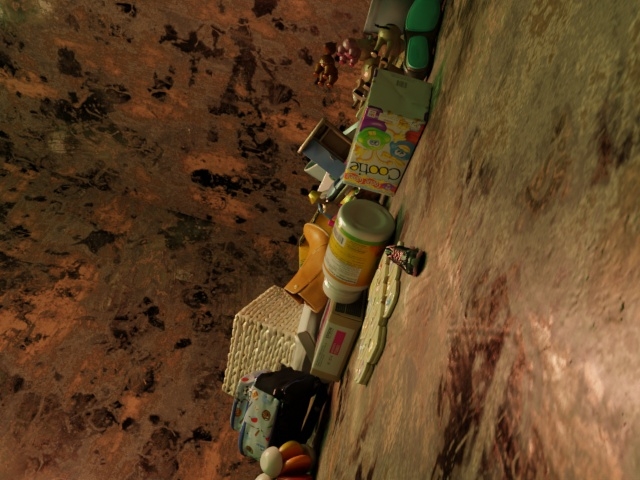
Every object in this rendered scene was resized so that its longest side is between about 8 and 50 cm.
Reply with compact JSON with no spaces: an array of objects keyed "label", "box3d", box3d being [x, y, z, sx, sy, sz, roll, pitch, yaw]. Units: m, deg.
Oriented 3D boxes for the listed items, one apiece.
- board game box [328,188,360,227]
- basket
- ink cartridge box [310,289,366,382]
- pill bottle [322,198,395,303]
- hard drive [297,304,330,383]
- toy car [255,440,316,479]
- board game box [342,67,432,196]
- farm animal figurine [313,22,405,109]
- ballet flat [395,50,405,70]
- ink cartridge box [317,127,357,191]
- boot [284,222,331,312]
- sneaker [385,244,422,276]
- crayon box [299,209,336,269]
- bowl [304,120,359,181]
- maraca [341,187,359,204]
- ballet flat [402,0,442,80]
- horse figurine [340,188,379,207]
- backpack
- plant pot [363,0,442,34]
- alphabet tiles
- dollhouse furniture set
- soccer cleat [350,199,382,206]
[{"label":"board game box","box3d":[0.087,-0.054,2.060,0.390,0.050,0.390,-55,-13,-45]},{"label":"basket","box3d":[-0.133,0.370,2.000,0.331,0.266,0.329,-40,-35,-66]},{"label":"ink cartridge box","box3d":[0.050,0.224,1.581,0.193,0.088,0.235,-74,2,-56]},{"label":"pill bottle","box3d":[0.081,0.035,1.426,0.136,0.136,0.246,-76,2,-50]},{"label":"hard drive","box3d":[0.006,0.253,1.816,0.308,0.040,0.203,-76,-34,-57]},{"label":"toy car","box3d":[-0.078,0.630,1.560,0.136,0.159,0.182,30,108,51]},{"label":"board game box","box3d":[0.160,-0.260,1.470,0.275,0.144,0.142,107,178,-55]},{"label":"farm animal figurine","box3d":[0.162,-0.520,1.753,0.330,0.326,0.172,6,67,50]},{"label":"ballet flat","box3d":[0.285,-0.566,1.877,0.206,0.072,0.067,92,167,-85]},{"label":"ink cartridge box","box3d":[0.089,-0.251,1.995,0.220,0.092,0.160,-64,-7,27]},{"label":"boot","box3d":[-0.031,0.077,1.776,0.211,0.295,0.104,-38,-45,-14]},{"label":"sneaker","box3d":[0.136,0.028,0.996,0.119,0.057,0.047,-116,44,-86]},{"label":"crayon box","box3d":[0.000,0.000,2.134,0.202,0.081,0.319,-61,-10,-21]},{"label":"bowl","box3d":[0.107,-0.302,2.221,0.311,0.163,0.311,-38,12,9]},{"label":"maraca","box3d":[0.143,-0.182,2.298,0.186,0.099,0.127,-52,-7,9]},{"label":"ballet flat","box3d":[0.263,-0.533,1.589,0.096,0.095,0.281,80,-157,-65]},{"label":"horse figurine","box3d":[0.154,-0.178,1.766,0.263,0.066,0.174,-58,12,-29]},{"label":"backpack","box3d":[-0.137,0.503,1.700,0.276,0.213,0.264,9,-89,-62]},{"label":"plant pot","box3d":[0.259,-0.733,1.734,0.293,0.196,0.293,-165,90,-89]},{"label":"alphabet tiles","box3d":[0.115,0.148,1.223,0.284,0.021,0.278,-76,2,-48]},{"label":"dollhouse furniture set","box3d":[0.055,-0.259,1.722,0.286,0.198,0.303,-50,7,23]},{"label":"soccer cleat","box3d":[0.116,-0.026,1.714,0.318,0.108,0.117,103,170,-72]}]
